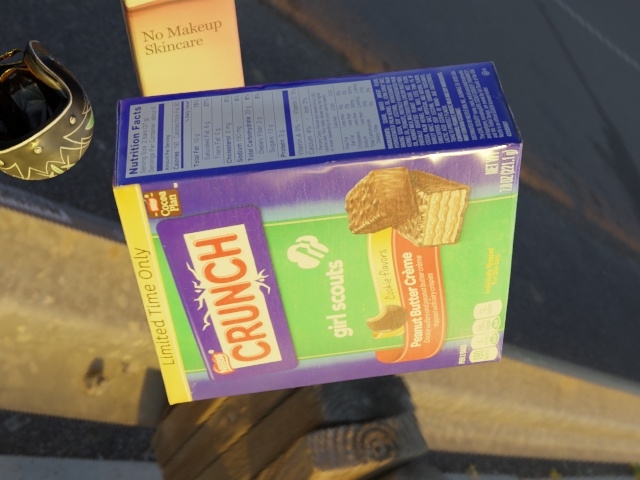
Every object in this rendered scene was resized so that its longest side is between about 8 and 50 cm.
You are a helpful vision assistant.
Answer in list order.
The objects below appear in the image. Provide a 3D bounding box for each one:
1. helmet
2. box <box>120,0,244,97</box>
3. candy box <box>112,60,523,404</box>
[{"bbox_3d":[-0.375,-0.159,1.259,0.162,0.169,0.169,59,26,-4],"label":"helmet"},{"bbox_3d":[-0.198,-0.310,1.358,0.232,0.148,0.127,86,-14,-45],"label":"box"},{"bbox_3d":[0.000,0.000,0.843,0.122,0.317,0.268,-97,-179,-46],"label":"candy box"}]
